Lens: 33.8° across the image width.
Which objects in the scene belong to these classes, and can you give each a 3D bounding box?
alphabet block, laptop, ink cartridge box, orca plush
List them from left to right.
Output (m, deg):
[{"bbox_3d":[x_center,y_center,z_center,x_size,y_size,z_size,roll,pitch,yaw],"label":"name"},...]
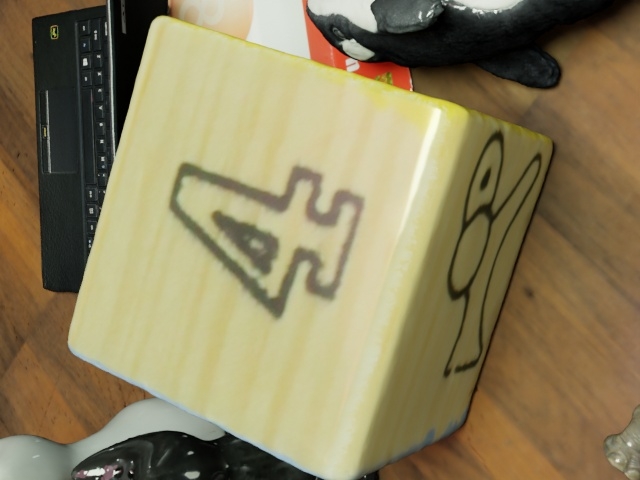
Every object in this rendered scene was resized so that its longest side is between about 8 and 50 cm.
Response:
[{"bbox_3d":[-0.180,-0.065,0.769,0.264,0.136,0.235,3,95,41],"label":"laptop"},{"bbox_3d":[-0.028,-0.138,0.751,0.179,0.045,0.146,-15,78,37],"label":"ink cartridge box"},{"bbox_3d":[0.000,0.000,0.617,0.193,0.192,0.197,21,98,24],"label":"alphabet block"},{"bbox_3d":[0.131,-0.148,0.634,0.287,0.102,0.151,-19,31,23],"label":"orca plush"}]

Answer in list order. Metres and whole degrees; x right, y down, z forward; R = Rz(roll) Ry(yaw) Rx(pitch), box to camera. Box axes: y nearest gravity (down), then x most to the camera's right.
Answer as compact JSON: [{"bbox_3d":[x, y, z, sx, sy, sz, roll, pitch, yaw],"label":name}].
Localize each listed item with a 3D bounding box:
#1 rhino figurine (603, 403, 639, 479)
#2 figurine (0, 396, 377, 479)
[{"bbox_3d":[0.261,0.146,0.503,0.243,0.073,0.106,45,115,28],"label":"rhino figurine"},{"bbox_3d":[-0.107,0.146,0.683,0.214,0.209,0.092,-9,81,35],"label":"figurine"}]
